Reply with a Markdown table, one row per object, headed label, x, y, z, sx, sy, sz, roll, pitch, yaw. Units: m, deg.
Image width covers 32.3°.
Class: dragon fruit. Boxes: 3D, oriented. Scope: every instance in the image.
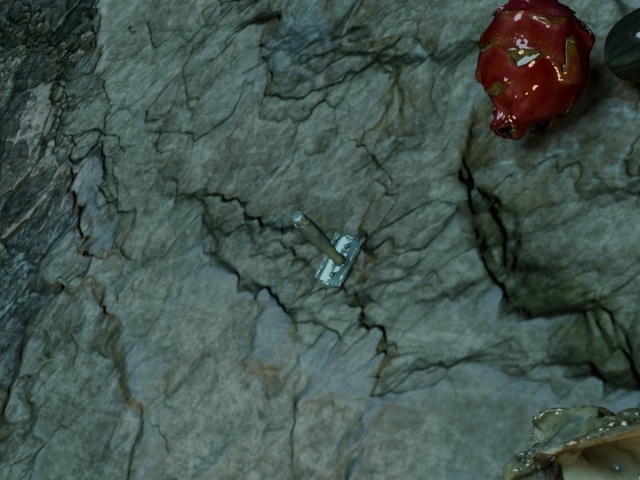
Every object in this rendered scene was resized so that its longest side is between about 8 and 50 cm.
| label | x | y | z | sx | sy | sz | roll | pitch | yaw |
| --- | --- | --- | --- | --- | --- | --- | --- | --- | --- |
| dragon fruit | 0.235 | -0.191 | 1.204 | 0.133 | 0.136 | 0.165 | 14 | 84 | 49 |

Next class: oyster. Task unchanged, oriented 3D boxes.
| label | x | y | z | sx | sy | sz | roll | pitch | yaw |
| --- | --- | --- | --- | --- | --- | --- | --- | --- | --- |
| oyster | 0.269 | 0.188 | 0.912 | 0.233 | 0.161 | 0.107 | -3 | 20 | 42 |

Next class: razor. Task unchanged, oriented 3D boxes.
| label | x | y | z | sx | sy | sz | roll | pitch | yaw |
| --- | --- | --- | --- | --- | --- | --- | --- | --- | --- |
| razor | 0.000 | 0.000 | 1.287 | 0.040 | 0.135 | 0.068 | 19 | 76 | 30 |

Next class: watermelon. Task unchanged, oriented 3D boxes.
| label | x | y | z | sx | sy | sz | roll | pitch | yaw |
| --- | --- | --- | --- | --- | --- | --- | --- | --- | --- |
| watermelon | 0.345 | -0.206 | 1.151 | 0.111 | 0.078 | 0.078 | -22 | 49 | 32 |

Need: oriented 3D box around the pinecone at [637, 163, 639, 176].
| label | x | y | z | sx | sy | sz | roll | pitch | yaw |
| --- | --- | --- | --- | --- | --- | --- | --- | --- | --- |
| pinecone | 0.393 | -0.104 | 0.958 | 0.212 | 0.169 | 0.185 | 13 | 67 | 49 |
